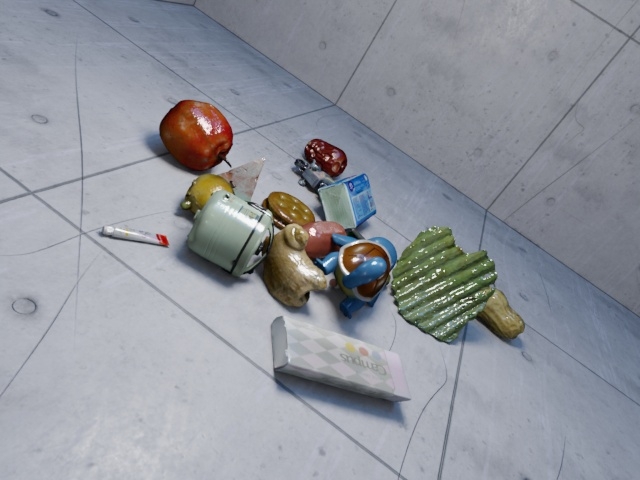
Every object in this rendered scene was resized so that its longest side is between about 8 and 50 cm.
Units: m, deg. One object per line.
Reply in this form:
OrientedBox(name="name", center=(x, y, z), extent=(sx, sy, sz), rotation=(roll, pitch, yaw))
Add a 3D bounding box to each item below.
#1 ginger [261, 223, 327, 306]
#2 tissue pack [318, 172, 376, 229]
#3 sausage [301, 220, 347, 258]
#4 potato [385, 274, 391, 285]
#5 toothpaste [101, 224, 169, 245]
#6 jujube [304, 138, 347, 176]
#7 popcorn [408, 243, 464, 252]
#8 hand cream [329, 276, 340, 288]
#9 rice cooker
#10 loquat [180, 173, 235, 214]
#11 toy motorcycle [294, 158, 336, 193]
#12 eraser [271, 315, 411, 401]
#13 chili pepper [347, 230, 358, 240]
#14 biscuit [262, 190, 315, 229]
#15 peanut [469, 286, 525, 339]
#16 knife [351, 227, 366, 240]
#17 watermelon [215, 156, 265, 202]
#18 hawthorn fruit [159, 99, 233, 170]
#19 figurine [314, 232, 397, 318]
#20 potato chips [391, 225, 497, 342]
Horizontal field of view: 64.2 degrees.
OrientedBox(name="ginger", center=(-0.087, 0.069, 1.604), extent=(0.276, 0.221, 0.130), rotation=(38, 17, 27))
OrientedBox(name="tissue pack", center=(0.121, -0.166, 2.200), extent=(0.263, 0.146, 0.198), rotation=(-32, 109, -59))
OrientedBox(name="sausage", center=(0.000, 0.000, 1.875), extent=(0.254, 0.148, 0.148), rotation=(-5, 46, -51))
OrientedBox(name="potato", center=(0.216, 0.102, 1.997), extent=(0.105, 0.085, 0.188), rotation=(9, 40, -36))
OrientedBox(name="toothpaste", center=(-0.523, -0.015, 1.455), extent=(0.190, 0.031, 0.048), rotation=(12, 31, -40))
OrientedBox(name="jujube", center=(0.026, -0.418, 2.564), extent=(0.230, 0.155, 0.155), rotation=(40, 28, 22))
OrientedBox(name="popcorn", center=(0.463, 0.108, 2.093), extent=(0.270, 0.224, 0.258), rotation=(-27, 51, -9))
OrientedBox(name="hand cream", center=(0.106, 0.151, 1.850), extent=(0.210, 0.043, 0.067), rotation=(2, 40, -53))
OrientedBox(name="rice cooker", center=(-0.263, -0.022, 1.545), extent=(0.244, 0.226, 0.226), rotation=(29, 28, -3))
OrientedBox(name="loquat", center=(-0.371, -0.139, 1.692), extent=(0.204, 0.149, 0.172), rotation=(-16, 55, -38))
OrientedBox(name="toy motorcycle", center=(-0.003, -0.275, 2.360), extent=(0.173, 0.108, 0.307), rotation=(14, 31, -49))
OrientedBox(name="eraser", center=(0.057, 0.339, 1.443), extent=(0.397, 0.082, 0.213), rotation=(21, 30, -22))
OrientedBox(name="chili pepper", center=(0.112, 0.011, 2.059), extent=(0.108, 0.062, 0.216), rotation=(33, 25, -1))
OrientedBox(name="biscuit", center=(-0.122, -0.108, 1.997), extent=(0.220, 0.066, 0.220), rotation=(29, 27, -16))
OrientedBox(name="peanut", center=(0.740, 0.293, 2.173), extent=(0.291, 0.159, 0.143), rotation=(43, 54, 17))
OrientedBox(name="knife", center=(0.208, 0.035, 2.092), extent=(0.247, 0.018, 0.035), rotation=(44, 30, -21))
OrientedBox(name="watermelon", center=(-0.272, -0.231, 1.955), extent=(0.136, 0.202, 0.207), rotation=(70, 26, -16))
OrientedBox(name="hawthorn fruit", center=(-0.435, -0.373, 1.896), extent=(0.300, 0.254, 0.254), rotation=(44, 29, 14))
OrientedBox(name="figurine", center=(0.126, 0.094, 1.722), extent=(0.298, 0.243, 0.416), rotation=(53, 16, 2))
OrientedBox(name="potato chips", center=(0.454, 0.162, 1.929), extent=(0.373, 0.389, 0.097), rotation=(37, -7, 11))
